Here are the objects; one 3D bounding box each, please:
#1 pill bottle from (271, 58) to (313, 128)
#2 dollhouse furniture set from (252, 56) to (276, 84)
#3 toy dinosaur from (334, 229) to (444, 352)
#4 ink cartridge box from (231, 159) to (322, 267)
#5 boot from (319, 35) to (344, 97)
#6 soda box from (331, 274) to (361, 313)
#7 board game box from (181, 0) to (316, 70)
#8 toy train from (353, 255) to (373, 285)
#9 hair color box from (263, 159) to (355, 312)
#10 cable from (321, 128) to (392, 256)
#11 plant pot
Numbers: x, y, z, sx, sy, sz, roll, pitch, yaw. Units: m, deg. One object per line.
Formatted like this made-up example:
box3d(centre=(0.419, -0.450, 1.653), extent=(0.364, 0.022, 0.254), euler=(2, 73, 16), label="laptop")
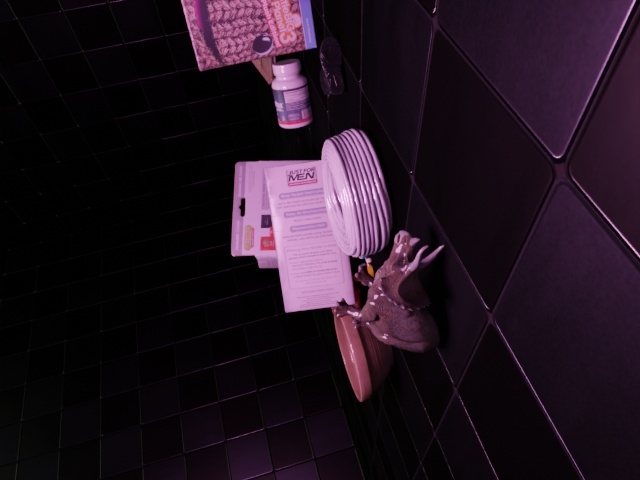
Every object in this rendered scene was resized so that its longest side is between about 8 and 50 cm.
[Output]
box3d(centre=(-0.087, -0.435, 1.418), extent=(0.108, 0.107, 0.180), euler=(-116, 14, -58), label="pill bottle")
box3d(centre=(-0.171, -0.732, 1.660), extent=(0.356, 0.173, 0.303), euler=(53, 172, 3), label="dollhouse furniture set")
box3d(centre=(0.130, 0.129, 0.781), extent=(0.160, 0.121, 0.314), euler=(16, 141, 44), label="toy dinosaur")
box3d(centre=(-0.122, -0.080, 1.456), extent=(0.130, 0.271, 0.310), euler=(92, 179, -71), label="ink cartridge box")
box3d(centre=(0.020, -0.361, 1.006), extent=(0.099, 0.045, 0.121), euler=(-114, 11, -69), label="boot")
box3d(centre=(0.046, 0.103, 1.501), extent=(0.263, 0.092, 0.084), euler=(-111, 10, -45), label="soda box")
box3d(centre=(-0.178, -0.558, 1.136), extent=(0.141, 0.290, 0.232), euler=(-117, 14, -57), label="board game box")
box3d(centre=(0.097, 0.053, 1.199), extent=(0.125, 0.046, 0.167), euler=(-122, 19, -67), label="toy train")
box3d(centre=(-0.024, -0.015, 1.256), extent=(0.113, 0.185, 0.375), euler=(-64, -33, -83), label="hair color box")
box3d(centre=(0.066, -0.094, 0.975), extent=(0.257, 0.089, 0.258), euler=(-125, 22, -71), label="cable")
box3d(centre=(0.118, 0.281, 1.231), extent=(0.237, 0.109, 0.238), euler=(166, 90, -82), label="plant pot")
